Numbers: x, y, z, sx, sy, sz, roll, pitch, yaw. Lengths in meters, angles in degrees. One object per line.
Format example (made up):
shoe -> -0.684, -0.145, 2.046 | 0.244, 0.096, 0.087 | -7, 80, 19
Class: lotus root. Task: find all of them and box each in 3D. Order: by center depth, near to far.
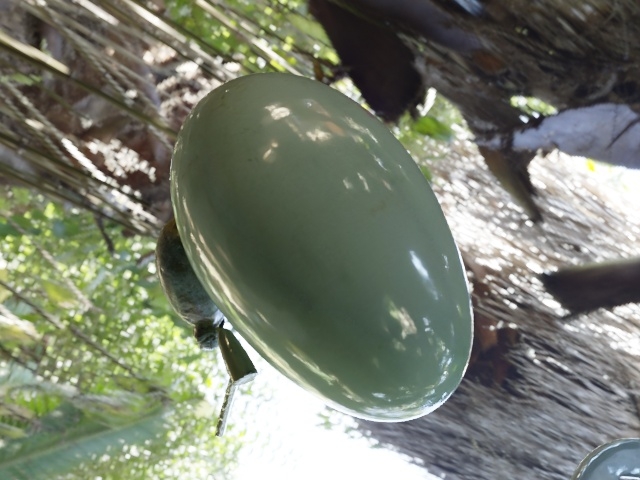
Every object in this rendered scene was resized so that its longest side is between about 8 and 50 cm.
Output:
lotus root -> -0.135, 0.040, 0.868 | 0.088, 0.088, 0.165 | -133, -148, -60

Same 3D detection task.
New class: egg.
egg -> 0.000, 0.000, 0.732 | 0.230, 0.230, 0.371 | -47, -114, 24

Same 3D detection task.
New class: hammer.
hammer -> -0.105, 0.164, 0.851 | 0.060, 0.028, 0.195 | 57, -30, 25

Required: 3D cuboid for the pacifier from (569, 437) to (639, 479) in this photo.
pacifier -> 0.319, 0.362, 0.798 | 0.233, 0.244, 0.300 | -37, -137, 55
